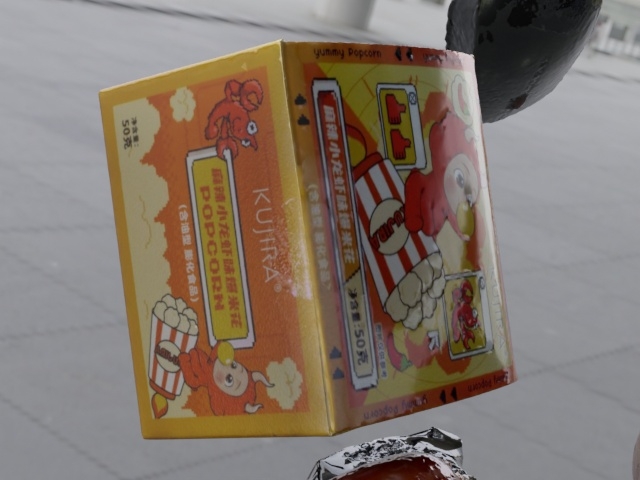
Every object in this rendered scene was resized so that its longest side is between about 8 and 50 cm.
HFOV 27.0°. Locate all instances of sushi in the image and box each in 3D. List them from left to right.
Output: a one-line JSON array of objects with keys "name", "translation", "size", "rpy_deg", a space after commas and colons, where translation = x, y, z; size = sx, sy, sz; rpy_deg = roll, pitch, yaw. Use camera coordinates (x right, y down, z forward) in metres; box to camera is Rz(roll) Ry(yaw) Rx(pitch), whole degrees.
[{"name": "sushi", "translation": [0.091, 0.282, 1.337], "size": [0.172, 0.153, 0.150], "rpy_deg": [20, 11, -45]}]

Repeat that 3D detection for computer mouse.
[{"name": "computer mouse", "translation": [0.231, -0.219, 1.518], "size": [0.168, 0.295, 0.087], "rpy_deg": [-20, 58, -16]}]

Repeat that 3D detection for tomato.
[{"name": "tomato", "translation": [0.059, 0.226, 1.098], "size": [0.189, 0.099, 0.173], "rpy_deg": [32, -33, -22]}]

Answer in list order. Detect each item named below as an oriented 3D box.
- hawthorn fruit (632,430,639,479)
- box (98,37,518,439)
[{"name": "hawthorn fruit", "translation": [0.409, 0.194, 1.135], "size": [0.316, 0.316, 0.316], "rpy_deg": [15, 14, -4]}, {"name": "box", "translation": [0.000, 0.000, 1.066], "size": [0.214, 0.283, 0.259], "rpy_deg": [-10, -2, 38]}]
